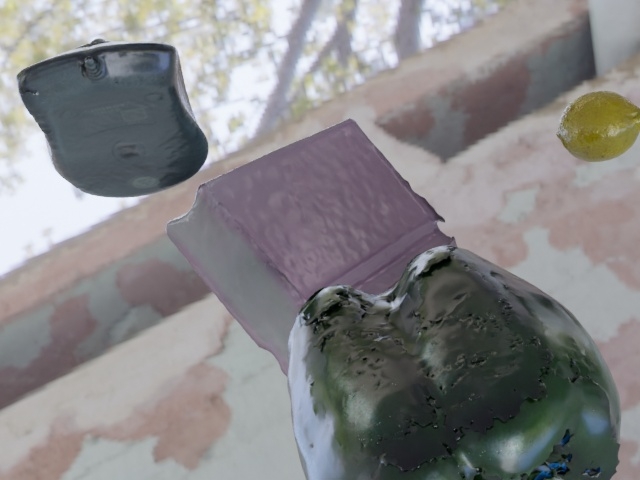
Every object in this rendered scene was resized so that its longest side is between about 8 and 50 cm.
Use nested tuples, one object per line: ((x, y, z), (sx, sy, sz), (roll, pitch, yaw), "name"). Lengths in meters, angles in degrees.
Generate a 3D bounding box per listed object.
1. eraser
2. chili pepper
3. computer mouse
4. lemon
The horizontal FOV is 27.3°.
((0.000, 0.000, 1.806), (0.272, 0.122, 0.359), (48, -143, 8), "eraser")
((0.087, 0.141, 0.965), (0.233, 0.248, 0.256), (-6, -147, -18), "chili pepper")
((-0.240, -0.159, 1.542), (0.188, 0.371, 0.121), (-13, -106, -2), "computer mouse")
((0.245, -0.100, 1.146), (0.083, 0.062, 0.062), (-8, -148, 31), "lemon")
